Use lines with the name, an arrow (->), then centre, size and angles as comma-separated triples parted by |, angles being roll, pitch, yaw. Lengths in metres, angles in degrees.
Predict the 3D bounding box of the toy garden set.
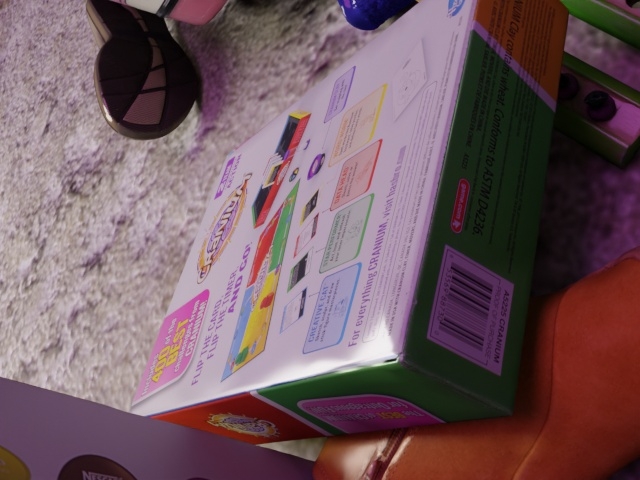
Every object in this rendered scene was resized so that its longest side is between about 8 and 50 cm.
toy garden set -> 0.174, -0.200, 0.475 | 0.204, 0.049, 0.244 | 40, 99, 29

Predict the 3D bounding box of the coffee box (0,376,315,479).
coffee box -> -0.156, 0.304, 0.352 | 0.338, 0.338, 0.334 | -45, 43, 18

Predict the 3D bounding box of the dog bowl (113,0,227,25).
dog bowl -> -0.098, -0.393, 0.747 | 0.408, 0.150, 0.408 | -52, 22, 31

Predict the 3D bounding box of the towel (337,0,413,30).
towel -> 0.129, -0.329, 0.632 | 0.308, 0.076, 0.227 | -31, 56, 29

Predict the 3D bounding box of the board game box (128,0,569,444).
board game box -> 0.000, 0.000, 0.487 | 0.317, 0.064, 0.242 | -26, 42, 53

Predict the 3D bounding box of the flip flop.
flip flop -> -0.216, -0.196, 0.882 | 0.277, 0.112, 0.080 | 62, 140, 41

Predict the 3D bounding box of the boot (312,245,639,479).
boot -> 0.119, 0.105, 0.383 | 0.295, 0.104, 0.211 | 22, 90, 54
